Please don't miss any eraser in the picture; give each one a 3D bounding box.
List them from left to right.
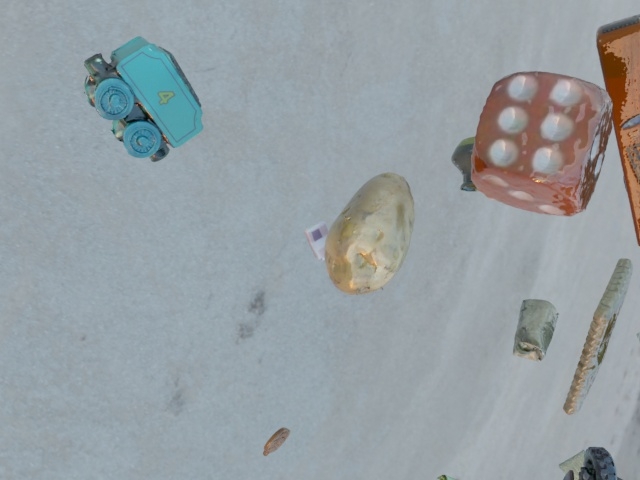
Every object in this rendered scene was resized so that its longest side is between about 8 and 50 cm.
[{"bbox_3d":[0.000,0.000,1.794,0.065,0.026,0.105,-33,113,-20],"label":"eraser"}]

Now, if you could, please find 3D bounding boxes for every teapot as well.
[{"bbox_3d":[0.372,-0.174,1.473,0.165,0.130,0.119,54,34,-83],"label":"teapot"}]

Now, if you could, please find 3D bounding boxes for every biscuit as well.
[{"bbox_3d":[-0.098,0.447,1.385,0.078,0.015,0.091,-49,158,-6],"label":"biscuit"},{"bbox_3d":[0.599,0.213,1.349,0.217,0.044,0.324,-44,144,-42],"label":"biscuit"}]

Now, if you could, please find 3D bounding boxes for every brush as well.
[{"bbox_3d":[0.540,0.495,1.173,0.011,0.205,0.083,-20,151,-33],"label":"brush"}]

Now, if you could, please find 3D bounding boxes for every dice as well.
[{"bbox_3d":[0.341,-0.147,0.960,0.175,0.174,0.179,-68,155,-7],"label":"dice"}]

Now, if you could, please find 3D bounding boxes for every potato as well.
[{"bbox_3d":[0.083,-0.020,1.025,0.128,0.161,0.234,40,72,-23],"label":"potato"}]

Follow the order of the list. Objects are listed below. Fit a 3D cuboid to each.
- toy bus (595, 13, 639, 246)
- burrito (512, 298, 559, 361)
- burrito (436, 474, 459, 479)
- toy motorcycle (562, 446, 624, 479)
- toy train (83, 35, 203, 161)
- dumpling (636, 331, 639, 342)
[{"bbox_3d":[0.575,-0.190,1.120,0.092,0.093,0.408,-36,111,-56],"label":"toy bus"},{"bbox_3d":[0.454,0.192,1.330,0.226,0.087,0.060,-40,127,-57],"label":"burrito"},{"bbox_3d":[0.391,0.661,1.598,0.288,0.104,0.054,23,47,-20],"label":"burrito"},{"bbox_3d":[0.340,0.359,0.782,0.122,0.082,0.213,-70,160,-48],"label":"toy motorcycle"},{"bbox_3d":[-0.286,-0.229,1.018,0.154,0.107,0.198,-35,125,-9],"label":"toy train"},{"bbox_3d":[0.876,0.313,1.492,0.341,0.260,0.181,-4,117,-25],"label":"dumpling"}]
